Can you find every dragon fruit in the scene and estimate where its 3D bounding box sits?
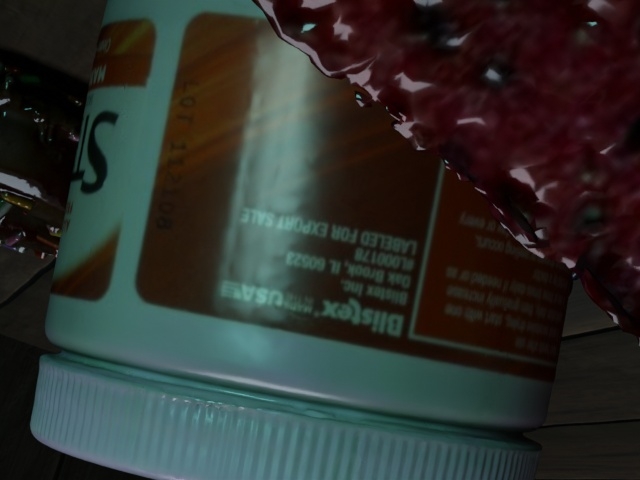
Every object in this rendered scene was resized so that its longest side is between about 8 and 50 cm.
[{"bbox_3d":[0.066,-0.092,0.483,0.330,0.240,0.302,16,150,-26],"label":"dragon fruit"}]

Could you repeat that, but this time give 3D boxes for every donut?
[{"bbox_3d":[-0.246,-0.062,1.313,0.269,0.103,0.270,18,168,4],"label":"donut"}]

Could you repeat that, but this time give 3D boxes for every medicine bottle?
[{"bbox_3d":[0.000,0.000,0.843,0.252,0.241,0.252,10,177,1],"label":"medicine bottle"}]

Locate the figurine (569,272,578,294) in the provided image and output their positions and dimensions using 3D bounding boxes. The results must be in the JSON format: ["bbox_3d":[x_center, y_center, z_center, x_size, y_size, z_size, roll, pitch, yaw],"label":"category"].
[{"bbox_3d":[0.106,0.007,1.194,0.149,0.087,0.086,19,130,-8],"label":"figurine"}]
